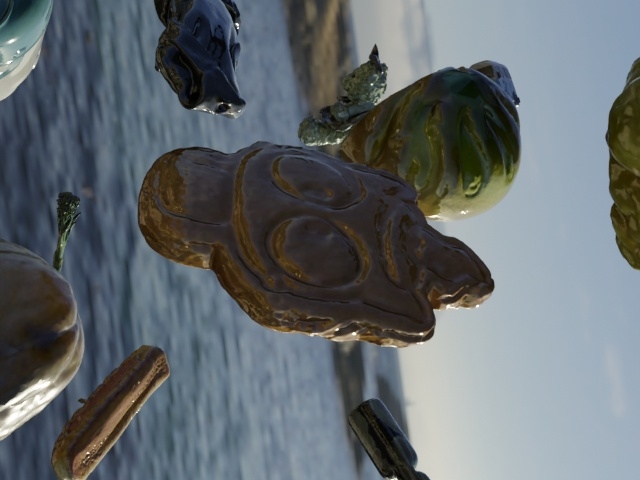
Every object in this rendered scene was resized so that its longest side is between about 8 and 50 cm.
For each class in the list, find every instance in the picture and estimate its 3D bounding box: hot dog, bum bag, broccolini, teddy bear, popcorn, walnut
[{"bbox_3d":[-0.310,0.253,2.146,0.286,0.061,0.088,-46,129,-51],"label":"hot dog"},{"bbox_3d":[-0.144,-0.229,1.677,0.142,0.079,0.326,45,19,-24],"label":"bum bag"},{"bbox_3d":[-0.337,-0.001,1.873,0.030,0.035,0.140,-23,138,-50],"label":"broccolini"},{"bbox_3d":[0.062,-0.229,2.554,0.111,0.213,0.133,44,20,4],"label":"teddy bear"},{"bbox_3d":[0.450,-0.098,1.713,0.292,0.293,0.334,38,26,-5],"label":"popcorn"},{"bbox_3d":[-0.389,0.112,1.521,0.283,0.282,0.227,-93,170,-64],"label":"walnut"}]

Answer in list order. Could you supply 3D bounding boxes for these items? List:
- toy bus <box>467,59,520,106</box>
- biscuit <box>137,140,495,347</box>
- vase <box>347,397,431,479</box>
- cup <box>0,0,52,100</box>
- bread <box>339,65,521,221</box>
[{"bbox_3d":[0.239,-0.218,2.072,0.123,0.060,0.075,-11,85,-71],"label":"toy bus"},{"bbox_3d":[0.001,-0.003,1.464,0.269,0.375,0.051,-90,-161,-49],"label":"biscuit"},{"bbox_3d":[0.112,0.315,2.008,0.211,0.060,0.060,56,-12,31],"label":"vase"},{"bbox_3d":[-0.474,-0.289,1.941,0.257,0.219,0.290,141,-42,-68],"label":"cup"},{"bbox_3d":[0.163,-0.109,1.776,0.156,0.260,0.158,52,-46,15],"label":"bread"}]
